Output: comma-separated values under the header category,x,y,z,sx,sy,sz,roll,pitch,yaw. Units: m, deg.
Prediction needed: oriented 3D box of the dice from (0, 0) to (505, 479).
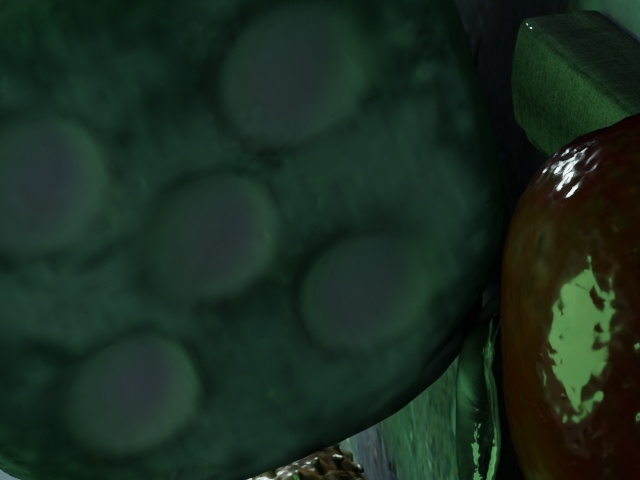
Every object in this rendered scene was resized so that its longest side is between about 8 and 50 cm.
category,x,y,z,sx,sy,sz,roll,pitch,yaw
dice,-0.101,-0.074,1.040,0.328,0.330,0.348,-121,8,-54

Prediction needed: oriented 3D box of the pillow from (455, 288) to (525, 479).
category,x,y,z,sx,sy,sz,roll,pitch,yaw
pillow,0.101,0.097,1.001,0.091,0.055,0.136,-121,30,-67

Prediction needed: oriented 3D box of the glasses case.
category,x,y,z,sx,sy,sz,roll,pitch,yaw
glasses case,0.140,-0.040,0.794,0.205,0.047,0.071,-121,28,-62

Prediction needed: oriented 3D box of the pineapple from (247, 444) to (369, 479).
category,x,y,z,sx,sy,sz,roll,pitch,yaw
pineapple,0.007,0.235,1.335,0.278,0.157,0.158,27,122,60

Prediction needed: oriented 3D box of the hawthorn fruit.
category,x,y,z,sx,sy,sz,roll,pitch,yaw
hawthorn fruit,0.133,0.049,0.582,0.169,0.169,0.188,177,97,-77
